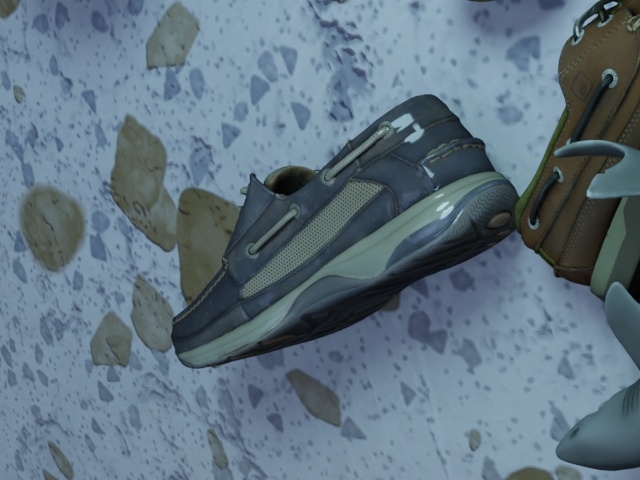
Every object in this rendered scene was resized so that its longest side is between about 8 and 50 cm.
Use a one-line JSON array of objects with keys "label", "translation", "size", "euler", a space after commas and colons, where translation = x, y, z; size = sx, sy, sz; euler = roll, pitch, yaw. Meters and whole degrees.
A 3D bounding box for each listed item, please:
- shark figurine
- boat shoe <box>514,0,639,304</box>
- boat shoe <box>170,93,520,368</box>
[{"label": "shark figurine", "translation": [0.216, 0.062, 0.585], "size": [0.166, 0.116, 0.278], "euler": [0, 132, 13]}, {"label": "boat shoe", "translation": [0.189, -0.100, 0.616], "size": [0.104, 0.111, 0.307], "euler": [34, 126, 28]}, {"label": "boat shoe", "translation": [0.000, 0.000, 0.841], "size": [0.355, 0.132, 0.130], "euler": [-30, 75, 37]}]
